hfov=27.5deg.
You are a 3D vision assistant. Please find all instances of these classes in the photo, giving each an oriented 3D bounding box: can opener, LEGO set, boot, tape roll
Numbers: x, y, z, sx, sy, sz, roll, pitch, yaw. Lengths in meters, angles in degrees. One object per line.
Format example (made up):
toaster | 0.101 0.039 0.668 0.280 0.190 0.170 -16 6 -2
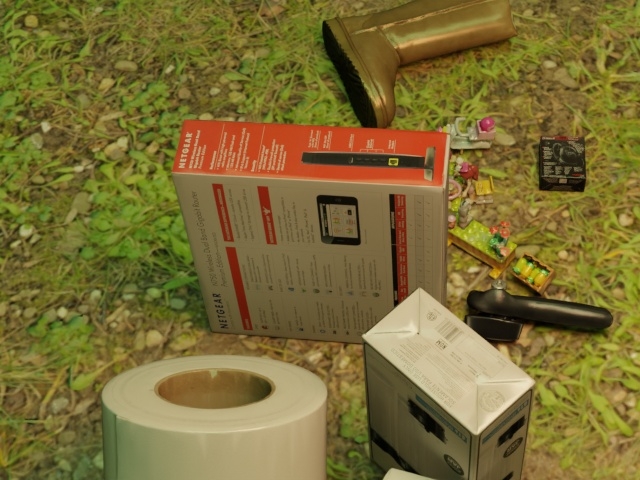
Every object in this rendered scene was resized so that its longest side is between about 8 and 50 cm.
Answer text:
can opener | 0.275 0.089 1.651 0.186 0.073 0.059 3 15 2
LEGO set | 0.208 -0.056 1.722 0.132 0.107 0.287 -14 54 -6
boot | 0.160 -0.281 1.906 0.269 0.089 0.236 -15 54 -9
tape roll | -0.113 0.238 1.418 0.246 0.169 0.246 1 13 0

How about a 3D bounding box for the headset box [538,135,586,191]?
headset box | 0.332 -0.109 1.799 0.062 0.032 0.083 2 53 5

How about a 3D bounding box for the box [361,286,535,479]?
box | 0.136 0.200 1.425 0.087 0.290 0.169 -39 62 -21

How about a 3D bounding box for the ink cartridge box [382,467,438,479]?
ink cartridge box | 0.165 0.343 1.381 0.224 0.181 0.056 14 38 14

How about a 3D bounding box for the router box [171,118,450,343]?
router box | 0.000 0.000 1.553 0.301 0.335 0.082 4 55 7
